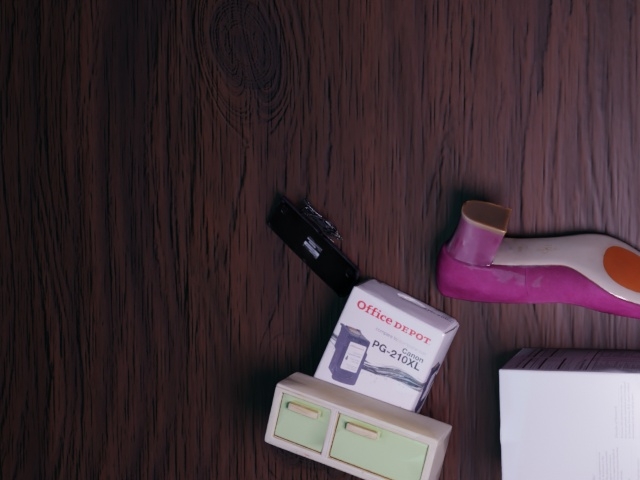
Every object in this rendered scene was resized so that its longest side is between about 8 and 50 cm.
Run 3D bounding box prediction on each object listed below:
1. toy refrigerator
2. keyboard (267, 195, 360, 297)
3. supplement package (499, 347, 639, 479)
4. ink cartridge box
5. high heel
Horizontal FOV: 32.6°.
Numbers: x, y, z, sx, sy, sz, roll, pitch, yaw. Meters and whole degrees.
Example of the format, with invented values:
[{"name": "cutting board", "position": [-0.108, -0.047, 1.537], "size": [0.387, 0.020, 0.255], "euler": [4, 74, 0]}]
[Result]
[{"name": "toy refrigerator", "position": [0.056, 0.302, 1.703], "size": [0.269, 0.094, 0.102], "euler": [18, 103, 19]}, {"name": "keyboard", "position": [0.000, 0.000, 1.849], "size": [0.192, 0.038, 0.100], "euler": [44, 131, 12]}, {"name": "supplement package", "position": [0.413, 0.271, 1.610], "size": [0.262, 0.198, 0.199], "euler": [-1, 94, 21]}, {"name": "ink cartridge box", "position": [0.096, 0.205, 1.782], "size": [0.172, 0.100, 0.237], "euler": [27, 103, 17]}, {"name": "high heel", "position": [0.366, 0.072, 1.690], "size": [0.377, 0.127, 0.181], "euler": [25, 134, 12]}]
